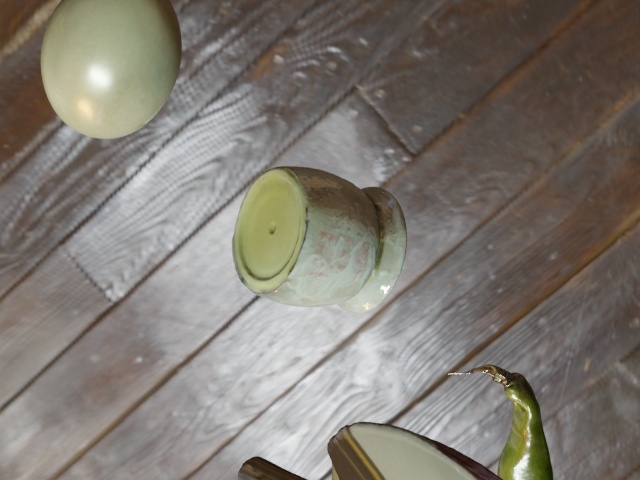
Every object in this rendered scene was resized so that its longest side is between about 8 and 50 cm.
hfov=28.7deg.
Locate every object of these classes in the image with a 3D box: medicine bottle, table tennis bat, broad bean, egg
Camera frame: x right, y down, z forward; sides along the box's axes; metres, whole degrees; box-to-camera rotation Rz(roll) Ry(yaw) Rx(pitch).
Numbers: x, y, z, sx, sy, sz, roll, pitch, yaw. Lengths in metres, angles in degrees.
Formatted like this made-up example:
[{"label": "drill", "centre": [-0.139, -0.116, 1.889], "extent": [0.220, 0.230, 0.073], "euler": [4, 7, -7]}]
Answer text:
[{"label": "medicine bottle", "centre": [0.000, 0.000, 1.339], "extent": [0.147, 0.143, 0.147], "euler": [-17, 68, 50]}, {"label": "table tennis bat", "centre": [0.041, 0.157, 0.640], "extent": [0.022, 0.301, 0.173], "euler": [-30, 110, -27]}, {"label": "broad bean", "centre": [0.248, 0.284, 1.603], "extent": [0.098, 0.056, 0.318], "euler": [-12, 114, 12]}, {"label": "egg", "centre": [-0.283, -0.252, 1.699], "extent": [0.186, 0.186, 0.253], "euler": [36, 129, 10]}]
